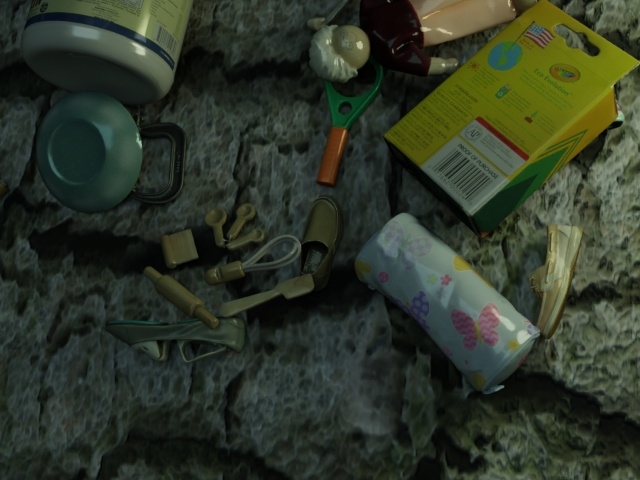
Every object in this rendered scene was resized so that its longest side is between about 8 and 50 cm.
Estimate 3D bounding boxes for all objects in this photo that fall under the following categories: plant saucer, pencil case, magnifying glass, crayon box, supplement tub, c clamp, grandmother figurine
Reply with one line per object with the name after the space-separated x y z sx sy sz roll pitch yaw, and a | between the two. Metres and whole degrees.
-0.373 -0.138 1.500 0.195 0.037 0.194 2 97 18 | plant saucer
0.171 0.084 1.328 0.273 0.113 0.124 43 100 19 | pencil case
0.036 -0.194 1.483 0.092 0.026 0.230 12 75 14 | magnifying glass
0.276 -0.180 1.376 0.318 0.081 0.202 -41 56 -1 | crayon box
-0.314 -0.400 1.496 0.236 0.235 0.324 8 76 13 | supplement tub
-0.279 -0.130 1.527 0.137 0.022 0.160 -6 72 4 | c clamp
0.138 -0.335 1.449 0.342 0.104 0.207 -24 62 -5 | grandmother figurine

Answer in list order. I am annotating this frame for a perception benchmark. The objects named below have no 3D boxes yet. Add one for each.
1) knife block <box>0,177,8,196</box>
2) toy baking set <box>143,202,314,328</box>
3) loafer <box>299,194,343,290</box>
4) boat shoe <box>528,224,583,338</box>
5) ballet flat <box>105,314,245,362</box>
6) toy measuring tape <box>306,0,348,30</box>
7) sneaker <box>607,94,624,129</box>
-0.644 -0.065 1.540 0.242 0.088 0.275 -39 72 -2 | knife block
-0.138 0.035 1.405 0.197 0.030 0.256 -43 54 -13 | toy baking set
0.000 0.000 1.417 0.056 0.050 0.148 3 75 12 | loafer
0.320 0.055 1.338 0.059 0.063 0.170 14 68 17 | boat shoe
-0.216 0.147 1.407 0.213 0.072 0.068 -4 78 9 | ballet flat
0.071 -0.480 1.504 0.121 0.121 0.330 41 85 18 | toy measuring tape
0.390 -0.192 1.408 0.098 0.038 0.069 -8 68 4 | sneaker
